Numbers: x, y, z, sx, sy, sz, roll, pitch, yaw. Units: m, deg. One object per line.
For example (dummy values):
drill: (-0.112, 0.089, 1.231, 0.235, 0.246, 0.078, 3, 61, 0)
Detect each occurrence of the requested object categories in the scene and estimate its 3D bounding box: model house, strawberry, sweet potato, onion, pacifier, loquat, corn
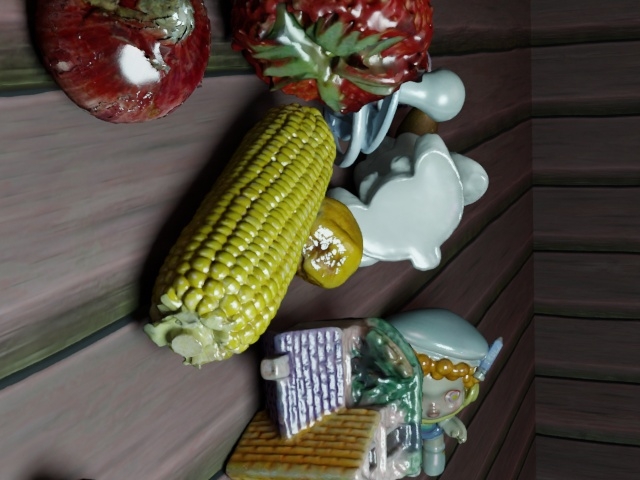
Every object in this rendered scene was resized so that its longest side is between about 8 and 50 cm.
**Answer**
model house: (0.013, 0.232, 1.104, 0.237, 0.202, 0.237, -5, 96, -66)
strawberry: (0.010, -0.302, 1.008, 0.261, 0.261, 0.258, 50, 45, -56)
sweet potato: (0.181, -0.128, 1.569, 0.095, 0.106, 0.355, -18, 126, -32)
onion: (-0.165, -0.197, 0.756, 0.184, 0.147, 0.184, -3, 94, -51)
pacifier: (0.110, -0.220, 1.224, 0.287, 0.225, 0.239, -134, -128, -73)
loquat: (0.000, 0.000, 1.176, 0.137, 0.113, 0.137, 5, 83, -43)
corn: (-0.078, -0.017, 0.965, 0.387, 0.143, 0.144, -62, 145, -42)

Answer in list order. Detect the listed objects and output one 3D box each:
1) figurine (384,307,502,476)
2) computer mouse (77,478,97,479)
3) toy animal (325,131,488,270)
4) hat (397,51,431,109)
figurine: (0.188, 0.294, 1.596, 0.205, 0.224, 0.382, -89, -167, -59)
computer mouse: (-0.243, 0.349, 0.694, 0.168, 0.087, 0.295, 80, 16, -46)
toy animal: (0.141, -0.075, 1.385, 0.206, 0.271, 0.265, 54, 12, -13)
hat: (0.157, -0.289, 1.502, 0.227, 0.140, 0.129, 38, 72, -75)
